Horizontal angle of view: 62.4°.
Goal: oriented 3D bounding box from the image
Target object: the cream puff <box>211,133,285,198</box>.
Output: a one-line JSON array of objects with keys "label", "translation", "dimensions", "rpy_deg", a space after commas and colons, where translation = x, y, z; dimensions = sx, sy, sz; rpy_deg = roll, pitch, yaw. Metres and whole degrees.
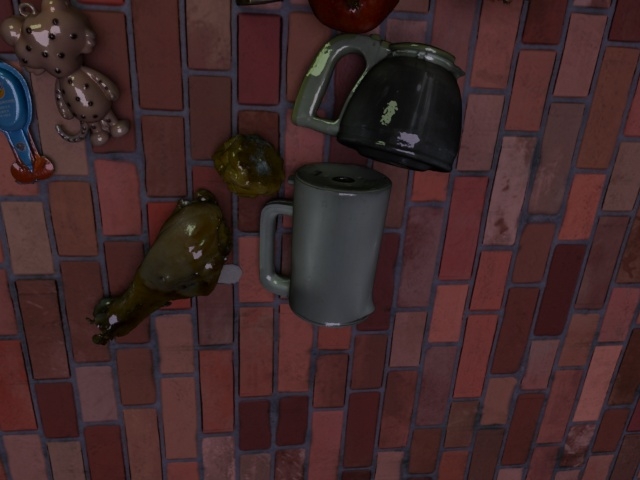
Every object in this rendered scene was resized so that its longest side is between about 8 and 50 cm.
[{"label": "cream puff", "translation": [-0.156, -0.149, 1.110], "dimensions": [0.116, 0.146, 0.146], "rpy_deg": [-19, 122, 44]}]

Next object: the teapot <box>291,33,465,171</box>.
[{"label": "teapot", "translation": [0.141, -0.279, 1.074], "dimensions": [0.239, 0.322, 0.239], "rpy_deg": [9, 99, -54]}]

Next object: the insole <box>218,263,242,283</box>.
[{"label": "insole", "translation": [-0.283, 0.078, 1.245], "dimensions": [0.197, 0.004, 0.065], "rpy_deg": [-1, 113, -8]}]

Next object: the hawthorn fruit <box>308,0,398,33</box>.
[{"label": "hawthorn fruit", "translation": [0.062, -0.457, 0.943], "dimensions": [0.197, 0.225, 0.196], "rpy_deg": [3, 135, 3]}]

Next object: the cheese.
[{"label": "cheese", "translation": [-0.609, -0.233, 1.046], "dimensions": [0.106, 0.037, 0.256], "rpy_deg": [-11, 116, -2]}]

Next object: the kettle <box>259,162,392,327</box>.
[{"label": "kettle", "translation": [0.006, 0.007, 1.152], "dimensions": [0.265, 0.205, 0.318], "rpy_deg": [-1, 116, -11]}]

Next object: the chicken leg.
[{"label": "chicken leg", "translation": [-0.358, 0.083, 1.170], "dimensions": [0.429, 0.152, 0.201], "rpy_deg": [-40, 96, 15]}]

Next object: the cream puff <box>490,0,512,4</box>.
[{"label": "cream puff", "translation": [0.350, -0.592, 0.923], "dimensions": [0.343, 0.231, 0.327], "rpy_deg": [33, 100, -13]}]

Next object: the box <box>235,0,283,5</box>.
[{"label": "box", "translation": [-0.124, -0.540, 0.918], "dimensions": [0.071, 0.159, 0.240], "rpy_deg": [-11, 114, -12]}]

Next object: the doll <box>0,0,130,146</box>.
[{"label": "doll", "translation": [-0.472, -0.311, 0.998], "dimensions": [0.154, 0.119, 0.278], "rpy_deg": [-15, 124, -1]}]
